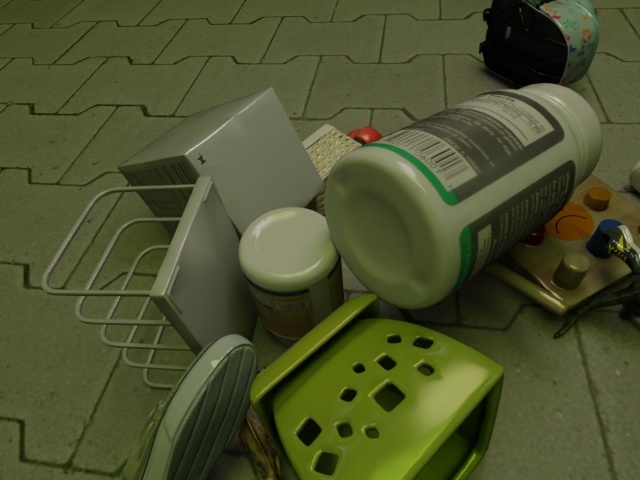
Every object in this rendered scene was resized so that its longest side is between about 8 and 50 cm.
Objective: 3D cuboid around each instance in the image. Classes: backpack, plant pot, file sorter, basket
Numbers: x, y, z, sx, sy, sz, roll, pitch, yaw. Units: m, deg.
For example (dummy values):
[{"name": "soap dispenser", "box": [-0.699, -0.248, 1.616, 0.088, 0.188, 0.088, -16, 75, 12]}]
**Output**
[{"name": "backpack", "box": [0.540, -0.483, 1.076, 0.191, 0.225, 0.253, -24, 55, -8]}, {"name": "plant pot", "box": [0.056, 0.216, 0.526, 0.227, 0.228, 0.207, -36, 49, -23]}, {"name": "file sorter", "box": [-0.214, 0.078, 0.642, 0.173, 0.277, 0.193, -1, 49, 11]}, {"name": "basket", "box": [0.004, -0.141, 0.911, 0.103, 0.113, 0.167, 31, 59, 26]}]

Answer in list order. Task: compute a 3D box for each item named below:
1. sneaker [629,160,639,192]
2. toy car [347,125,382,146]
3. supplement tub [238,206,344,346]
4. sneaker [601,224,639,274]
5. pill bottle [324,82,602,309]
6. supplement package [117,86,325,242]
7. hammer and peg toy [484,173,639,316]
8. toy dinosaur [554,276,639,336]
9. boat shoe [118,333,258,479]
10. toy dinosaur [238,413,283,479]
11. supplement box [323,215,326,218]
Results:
[{"name": "sneaker", "box": [0.654, -0.043, 0.761, 0.118, 0.110, 0.292, -29, 51, -6]}, {"name": "toy car", "box": [0.189, -0.206, 0.985, 0.225, 0.053, 0.239, -17, 50, -8]}, {"name": "supplement tub", "box": [-0.037, 0.064, 0.678, 0.144, 0.199, 0.144, -3, 49, 3]}, {"name": "sneaker", "box": [0.421, 0.016, 0.620, 0.035, 0.031, 0.083, -10, 45, 15]}, {"name": "pill bottle", "box": [0.201, -0.078, 0.589, 0.361, 0.204, 0.204, -28, 51, -28]}, {"name": "supplement package", "box": [-0.177, -0.115, 0.792, 0.263, 0.198, 0.199, 4, 44, 46]}, {"name": "hammer and peg toy", "box": [0.367, -0.001, 0.738, 0.361, 0.127, 0.266, -25, 53, -14]}, {"name": "toy dinosaur", "box": [0.481, 0.072, 0.645, 0.118, 0.268, 0.064, 1, 60, -44]}, {"name": "boat shoe", "box": [-0.177, 0.241, 0.531, 0.094, 0.109, 0.302, 26, 90, 35]}, {"name": "toy dinosaur", "box": [-0.089, 0.255, 0.588, 0.053, 0.092, 0.183, -30, 52, -19]}, {"name": "supplement box", "box": [0.000, 0.000, 0.838, 0.062, 0.036, 0.098, 7, 50, 12]}]
